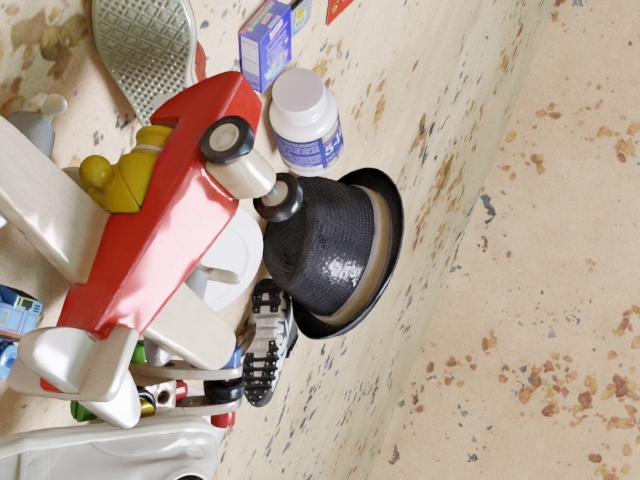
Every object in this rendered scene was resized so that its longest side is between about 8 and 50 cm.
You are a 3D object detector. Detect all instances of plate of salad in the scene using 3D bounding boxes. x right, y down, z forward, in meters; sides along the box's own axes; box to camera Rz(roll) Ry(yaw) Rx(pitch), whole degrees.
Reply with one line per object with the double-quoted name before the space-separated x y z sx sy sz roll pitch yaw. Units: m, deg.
"plate of salad" -0.179 0.028 1.902 0.199 0.048 0.200 -18 129 -24

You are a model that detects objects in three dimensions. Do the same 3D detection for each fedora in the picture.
"fedora" 0.000 0.000 2.218 0.152 0.334 0.334 27 86 -33

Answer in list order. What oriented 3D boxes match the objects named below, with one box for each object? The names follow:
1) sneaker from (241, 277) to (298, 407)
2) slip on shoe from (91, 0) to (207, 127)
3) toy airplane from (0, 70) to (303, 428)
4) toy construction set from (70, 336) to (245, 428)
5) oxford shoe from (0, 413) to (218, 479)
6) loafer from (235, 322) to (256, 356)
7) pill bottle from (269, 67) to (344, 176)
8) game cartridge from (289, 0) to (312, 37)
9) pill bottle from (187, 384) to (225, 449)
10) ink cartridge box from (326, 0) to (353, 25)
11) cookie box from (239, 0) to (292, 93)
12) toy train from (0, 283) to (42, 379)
"sneaker" -0.084 0.193 2.310 0.106 0.078 0.234 34 57 -56
"slip on shoe" -0.196 -0.235 1.526 0.331 0.123 0.101 76 9 -56
"toy airplane" -0.234 0.010 1.424 0.384 0.272 0.386 -18 122 -42
"toy construction set" -0.277 0.221 1.738 0.237 0.257 0.309 -17 139 -46
"oxford shoe" -0.310 0.311 1.526 0.449 0.130 0.169 -5 145 -33
"loafer" -0.141 0.189 2.345 0.045 0.039 0.125 -38 177 33
"pill bottle" -0.024 -0.194 2.053 0.112 0.112 0.187 -60 162 -19
"game cartridge" -0.037 -0.350 1.974 0.083 0.017 0.056 -51 161 -40
"pill bottle" -0.244 0.363 2.087 0.131 0.131 0.229 -11 123 -69
"ink cartridge box" 0.085 -0.486 2.097 0.189 0.066 0.232 -50 152 -44
"cookie box" -0.080 -0.289 1.879 0.092 0.040 0.107 -54 160 -33
"toy train" -0.387 0.094 1.412 0.184 0.080 0.105 33 72 -71
